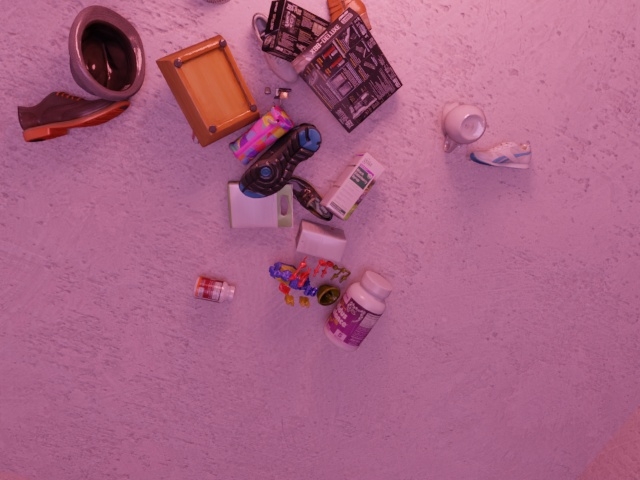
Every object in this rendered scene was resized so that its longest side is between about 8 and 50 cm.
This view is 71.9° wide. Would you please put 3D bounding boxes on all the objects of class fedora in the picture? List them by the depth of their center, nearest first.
[{"bbox_3d":[-0.679,-0.560,1.367,0.124,0.244,0.275,-4,86,33],"label":"fedora"}]

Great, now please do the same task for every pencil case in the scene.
[{"bbox_3d":[-0.200,-0.356,1.486,0.236,0.104,0.104,-35,110,25],"label":"pencil case"}]

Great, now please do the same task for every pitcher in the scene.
[{"bbox_3d":[0.470,-0.371,1.490,0.126,0.207,0.177,3,112,-4],"label":"pitcher"}]

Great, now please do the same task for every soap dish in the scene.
[{"bbox_3d":[-0.342,-0.479,1.404,0.229,0.118,0.290,-33,111,-21],"label":"soap dish"}]

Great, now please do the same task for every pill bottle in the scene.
[{"bbox_3d":[-0.413,0.196,1.718,0.152,0.086,0.086,13,110,-9],"label":"pill bottle"},{"bbox_3d":[0.151,0.274,1.738,0.169,0.169,0.301,28,106,-13],"label":"pill bottle"}]

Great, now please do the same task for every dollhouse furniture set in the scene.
[{"bbox_3d":[-0.143,-0.459,1.468,0.091,0.114,0.081,1,115,-7],"label":"dollhouse furniture set"}]

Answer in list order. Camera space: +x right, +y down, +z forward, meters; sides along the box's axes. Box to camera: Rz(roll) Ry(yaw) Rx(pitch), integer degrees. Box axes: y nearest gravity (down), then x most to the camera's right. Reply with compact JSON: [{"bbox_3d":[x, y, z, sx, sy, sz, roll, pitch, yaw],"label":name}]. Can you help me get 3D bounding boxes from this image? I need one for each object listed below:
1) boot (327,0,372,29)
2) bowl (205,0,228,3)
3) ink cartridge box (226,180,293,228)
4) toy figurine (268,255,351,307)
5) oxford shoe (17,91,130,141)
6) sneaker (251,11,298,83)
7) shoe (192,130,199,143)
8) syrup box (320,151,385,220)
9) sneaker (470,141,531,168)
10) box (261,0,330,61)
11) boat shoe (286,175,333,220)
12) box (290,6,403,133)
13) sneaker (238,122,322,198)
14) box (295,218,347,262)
[{"bbox_3d":[0.051,-0.705,1.415,0.197,0.073,0.152,-26,103,8],"label":"boot"},{"bbox_3d":[-0.328,-0.816,1.336,0.170,0.080,0.170,-1,112,-3],"label":"bowl"},{"bbox_3d":[-0.220,-0.132,1.620,0.235,0.056,0.171,-1,111,-5],"label":"ink cartridge box"},{"bbox_3d":[-0.077,0.124,1.692,0.362,0.217,0.191,18,99,-56],"label":"toy figurine"},{"bbox_3d":[-0.810,-0.429,1.434,0.364,0.130,0.132,-16,102,0],"label":"oxford shoe"},{"bbox_3d":[-0.148,-0.613,1.418,0.090,0.095,0.235,-32,111,7],"label":"sneaker"},{"bbox_3d":[-0.426,-0.424,1.493,0.081,0.063,0.178,17,104,-8],"label":"shoe"},{"bbox_3d":[0.112,-0.192,1.564,0.093,0.096,0.237,38,89,-18],"label":"syrup box"},{"bbox_3d":[0.649,-0.312,1.594,0.229,0.087,0.092,2,104,-12],"label":"sneaker"},{"bbox_3d":[-0.075,-0.631,1.360,0.180,0.077,0.147,3,108,-42],"label":"box"},{"bbox_3d":[-0.037,-0.152,1.613,0.223,0.073,0.080,40,104,-17],"label":"boat shoe"},{"bbox_3d":[0.091,-0.526,1.403,0.242,0.076,0.307,-41,137,13],"label":"box"},{"bbox_3d":[-0.139,-0.275,1.530,0.341,0.139,0.125,-36,118,10],"label":"sneaker"},{"bbox_3d":[0.000,0.000,1.644,0.171,0.130,0.091,16,108,-9],"label":"box"}]
